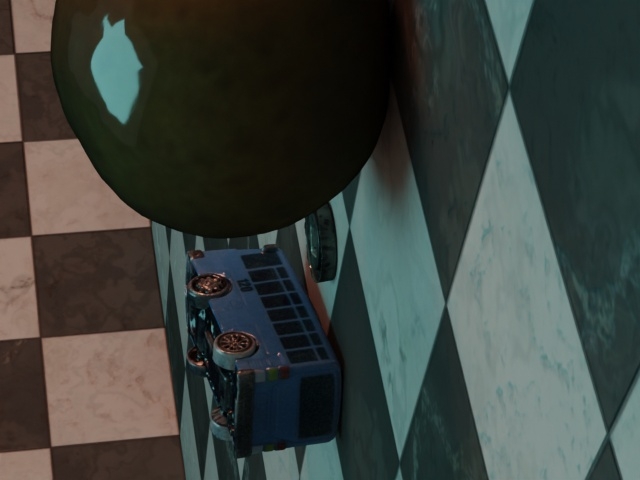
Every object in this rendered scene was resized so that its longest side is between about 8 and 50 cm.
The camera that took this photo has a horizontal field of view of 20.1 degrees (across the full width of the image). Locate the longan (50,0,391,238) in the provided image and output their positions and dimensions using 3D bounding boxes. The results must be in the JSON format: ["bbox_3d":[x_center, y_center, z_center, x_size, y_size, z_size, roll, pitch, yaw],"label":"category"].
[{"bbox_3d":[-0.078,-0.154,1.465,0.297,0.297,0.297,176,90,-80],"label":"longan"}]

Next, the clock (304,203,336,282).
[{"bbox_3d":[0.000,0.000,1.788,0.085,0.017,0.085,175,90,-79],"label":"clock"}]

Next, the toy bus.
[{"bbox_3d":[-0.064,0.107,1.860,0.234,0.133,0.116,-118,25,-53],"label":"toy bus"}]
